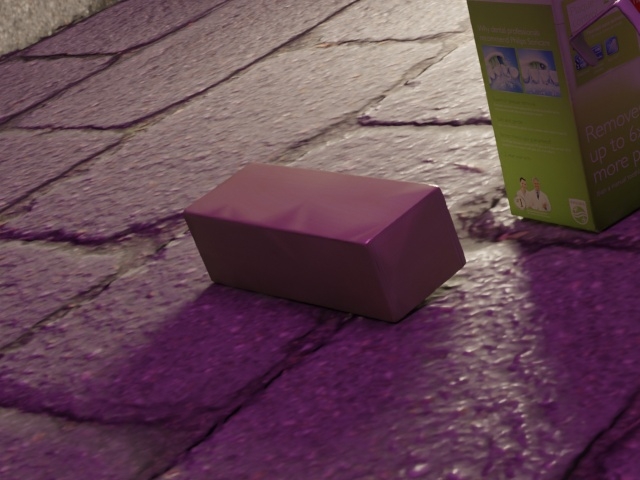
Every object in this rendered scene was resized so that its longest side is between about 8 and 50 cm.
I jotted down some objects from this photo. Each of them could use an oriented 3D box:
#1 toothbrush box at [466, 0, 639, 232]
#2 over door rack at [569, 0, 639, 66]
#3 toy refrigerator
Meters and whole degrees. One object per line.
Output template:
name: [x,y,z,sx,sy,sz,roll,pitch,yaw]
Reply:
toothbrush box: [0.262,-0.180,1.517,0.206,0.283,0.122,-27,23,-31]
over door rack: [0.388,-0.135,1.317,0.108,0.324,0.239,-55,-8,38]
toy refrigerator: [0.000,0.000,1.513,0.102,0.094,0.269,-38,29,-31]
